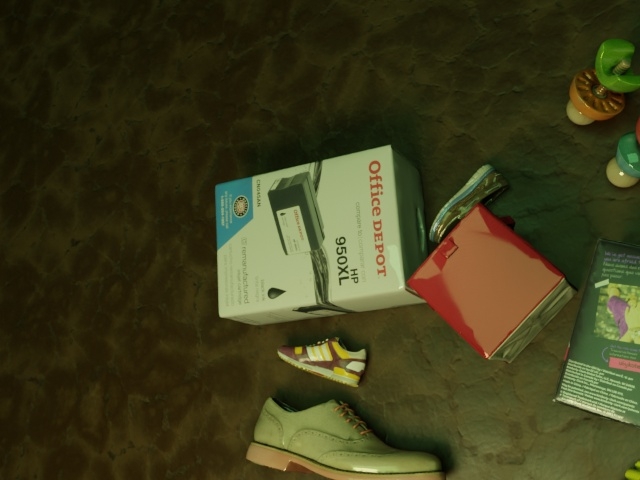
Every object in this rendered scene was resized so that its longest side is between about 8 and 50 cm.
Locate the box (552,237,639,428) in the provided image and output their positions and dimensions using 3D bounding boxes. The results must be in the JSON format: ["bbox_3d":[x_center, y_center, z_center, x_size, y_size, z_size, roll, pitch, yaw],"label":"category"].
[{"bbox_3d":[0.489,0.152,1.138,0.143,0.165,0.270,15,85,30],"label":"box"}]

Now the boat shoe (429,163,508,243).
[{"bbox_3d":[0.282,-0.059,1.349,0.066,0.066,0.183,42,98,27],"label":"boat shoe"}]

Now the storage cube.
[{"bbox_3d":[0.304,0.079,1.239,0.215,0.184,0.193,-48,63,9],"label":"storage cube"}]

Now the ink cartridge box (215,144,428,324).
[{"bbox_3d":[0.000,0.000,1.418,0.395,0.166,0.285,-11,74,23],"label":"ink cartridge box"}]

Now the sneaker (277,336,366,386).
[{"bbox_3d":[0.005,0.229,1.424,0.186,0.069,0.083,16,77,22],"label":"sneaker"}]

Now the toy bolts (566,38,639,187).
[{"bbox_3d":[0.556,-0.206,1.239,0.219,0.158,0.228,0,62,-14],"label":"toy bolts"}]

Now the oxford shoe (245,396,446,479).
[{"bbox_3d":[0.042,0.374,1.329,0.397,0.140,0.146,3,72,25],"label":"oxford shoe"}]

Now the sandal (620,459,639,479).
[{"bbox_3d":[0.512,0.455,1.098,0.138,0.126,0.317,38,93,0],"label":"sandal"}]
